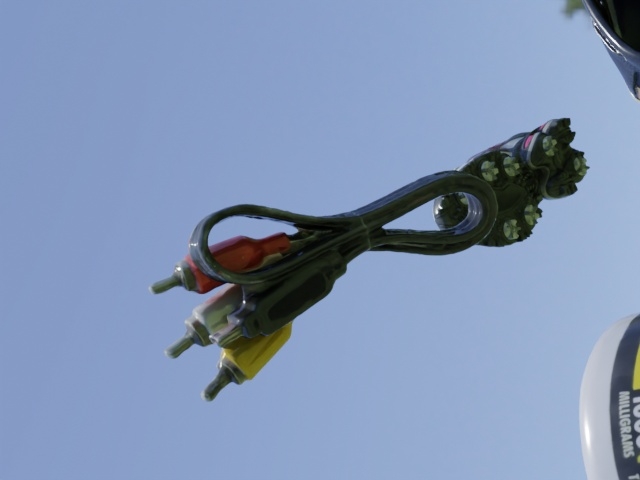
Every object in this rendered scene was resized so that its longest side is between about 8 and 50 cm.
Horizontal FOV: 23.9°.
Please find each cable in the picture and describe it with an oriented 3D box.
[{"bbox_3d":[0.000,0.000,1.166,0.287,0.072,0.139,-32,-69,-23],"label":"cable"}]

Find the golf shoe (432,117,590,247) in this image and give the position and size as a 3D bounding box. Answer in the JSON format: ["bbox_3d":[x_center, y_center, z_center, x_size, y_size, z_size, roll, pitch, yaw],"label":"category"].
[{"bbox_3d":[0.195,-0.053,1.714,0.273,0.120,0.105,-27,-80,-47],"label":"golf shoe"}]

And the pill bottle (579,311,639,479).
[{"bbox_3d":[0.340,0.104,0.900,0.188,0.334,0.188,22,-120,-45],"label":"pill bottle"}]

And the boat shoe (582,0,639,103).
[{"bbox_3d":[0.389,-0.400,1.933,0.156,0.187,0.500,32,-139,-59],"label":"boat shoe"}]
